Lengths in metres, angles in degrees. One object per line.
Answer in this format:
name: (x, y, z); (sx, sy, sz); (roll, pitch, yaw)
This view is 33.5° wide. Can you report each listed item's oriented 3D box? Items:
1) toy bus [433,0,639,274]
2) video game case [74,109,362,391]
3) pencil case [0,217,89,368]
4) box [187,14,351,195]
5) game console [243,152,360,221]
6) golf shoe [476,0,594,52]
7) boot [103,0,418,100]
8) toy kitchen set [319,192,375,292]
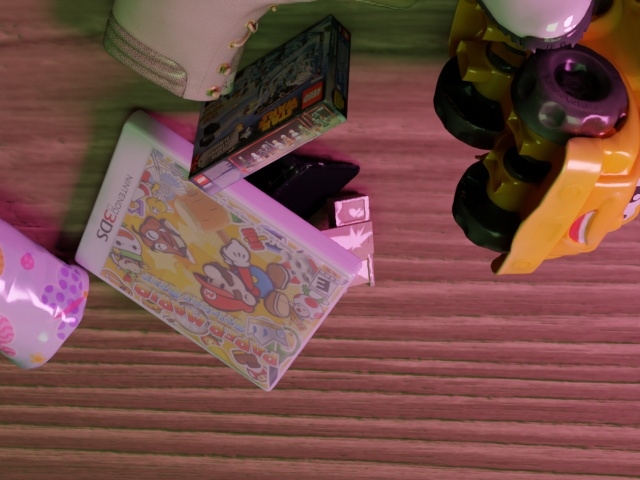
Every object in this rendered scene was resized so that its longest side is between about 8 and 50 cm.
toy bus: (0.197, -0.088, 0.708); (0.211, 0.220, 0.149); (6, 145, -13)
video game case: (-0.099, 0.018, 0.938); (0.227, 0.026, 0.206); (34, 137, 0)
pencil case: (-0.342, 0.013, 0.951); (0.273, 0.113, 0.124); (35, 151, -32)
box: (-0.038, -0.100, 0.800); (0.137, 0.094, 0.027); (-26, 132, 32)
game console: (-0.048, -0.055, 0.923); (0.107, 0.071, 0.122); (46, 131, -2)
golf shoe: (0.106, -0.203, 0.583); (0.077, 0.198, 0.094); (-13, 178, 9)
boot: (-0.043, -0.164, 0.736); (0.213, 0.077, 0.165); (15, 140, -5)
toy kitchen set: (0.000, 0.000, 0.954); (0.068, 0.075, 0.083); (-12, 107, -24)
